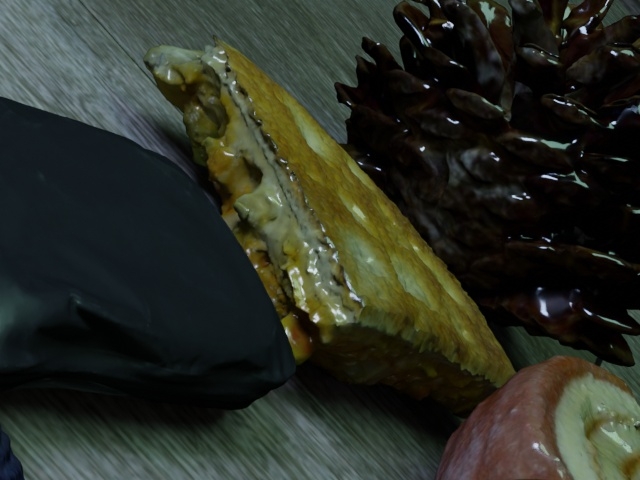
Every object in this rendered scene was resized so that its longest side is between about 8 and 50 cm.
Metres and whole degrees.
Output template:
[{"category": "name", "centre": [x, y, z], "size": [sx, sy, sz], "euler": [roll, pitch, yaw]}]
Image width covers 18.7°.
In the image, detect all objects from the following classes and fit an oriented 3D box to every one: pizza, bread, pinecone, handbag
[{"category": "pizza", "centre": [0.013, 0.000, 1.311], "size": [0.268, 0.087, 0.257], "euler": [27, 31, -53]}, {"category": "bread", "centre": [0.161, 0.176, 1.253], "size": [0.190, 0.123, 0.244], "euler": [47, 21, -5]}, {"category": "pinecone", "centre": [0.153, -0.066, 1.443], "size": [0.298, 0.296, 0.242], "euler": [30, 38, 30]}, {"category": "handbag", "centre": [-0.144, 0.004, 1.028], "size": [0.332, 0.075, 0.191], "euler": [9, 45, -58]}]

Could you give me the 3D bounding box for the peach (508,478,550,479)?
[{"category": "peach", "centre": [0.111, 0.225, 0.922], "size": [0.252, 0.252, 0.252], "euler": [40, 24, -21]}]

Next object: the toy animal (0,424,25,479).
[{"category": "toy animal", "centre": [-0.188, 0.074, 0.760], "size": [0.298, 0.122, 0.185], "euler": [60, 6, -66]}]
